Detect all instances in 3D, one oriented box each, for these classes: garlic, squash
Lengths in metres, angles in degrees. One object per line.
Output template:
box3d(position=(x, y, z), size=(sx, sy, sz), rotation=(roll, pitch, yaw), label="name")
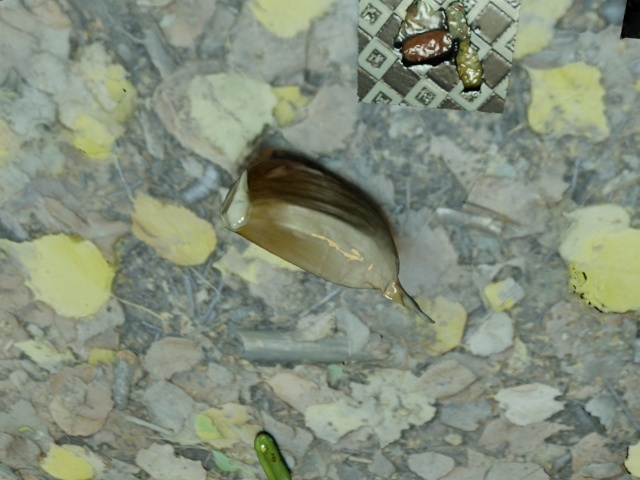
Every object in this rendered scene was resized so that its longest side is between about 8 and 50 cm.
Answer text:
box3d(position=(0.007, 0.002, 0.645), size=(0.198, 0.128, 0.090), rotation=(34, 105, -11), label="garlic")
box3d(position=(-0.060, 0.267, 0.888), size=(0.028, 0.027, 0.083), rotation=(-12, 121, 15), label="squash")

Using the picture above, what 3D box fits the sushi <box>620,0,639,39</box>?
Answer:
box3d(position=(0.285, -0.218, 0.452), size=(0.172, 0.153, 0.150), rotation=(7, 147, 26), label="sushi")

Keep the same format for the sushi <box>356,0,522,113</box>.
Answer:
box3d(position=(0.092, -0.166, 0.588), size=(0.126, 0.026, 0.120), rotation=(7, 126, 9), label="sushi")
